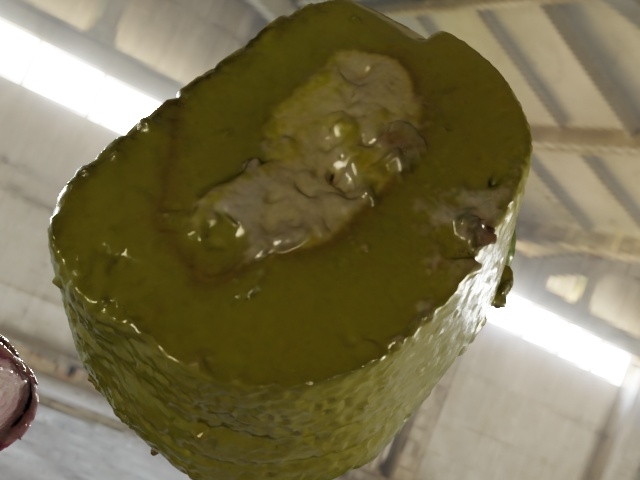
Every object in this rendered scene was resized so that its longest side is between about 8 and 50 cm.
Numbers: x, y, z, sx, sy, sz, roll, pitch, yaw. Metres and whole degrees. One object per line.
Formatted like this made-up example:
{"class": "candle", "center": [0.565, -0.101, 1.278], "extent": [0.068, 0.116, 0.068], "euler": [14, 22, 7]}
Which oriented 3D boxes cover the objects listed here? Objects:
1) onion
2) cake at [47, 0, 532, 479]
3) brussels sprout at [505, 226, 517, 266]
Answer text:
{"class": "onion", "center": [-0.481, 0.181, 1.492], "extent": [0.201, 0.200, 0.207], "euler": [16, 0, 41]}
{"class": "cake", "center": [0.000, 0.000, 0.582], "extent": [0.179, 0.260, 0.156], "euler": [38, -28, 18]}
{"class": "brussels sprout", "center": [0.167, 0.009, 1.639], "extent": [0.219, 0.210, 0.271], "euler": [31, 28, 12]}
